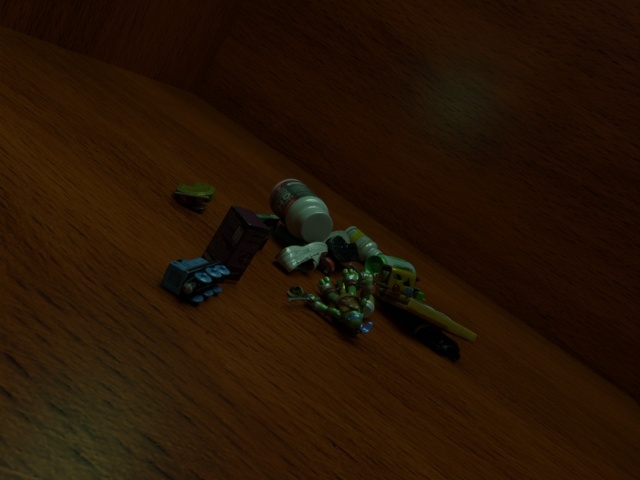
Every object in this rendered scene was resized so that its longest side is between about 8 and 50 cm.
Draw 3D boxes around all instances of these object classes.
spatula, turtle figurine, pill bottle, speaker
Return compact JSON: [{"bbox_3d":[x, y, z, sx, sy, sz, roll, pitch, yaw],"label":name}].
[{"bbox_3d":[0.475,0.296,1.947,0.168,0.019,0.242,21,-9,45],"label":"spatula"},{"bbox_3d":[0.058,0.145,1.510,0.275,0.197,0.266,35,8,-14],"label":"turtle figurine"},{"bbox_3d":[0.159,0.231,1.705,0.065,0.065,0.116,33,14,-2],"label":"pill bottle"},{"bbox_3d":[-0.074,-0.112,1.899,0.176,0.176,0.318,24,13,-33],"label":"pill bottle"},{"bbox_3d":[0.202,0.033,2.348,0.208,0.117,0.118,42,17,33],"label":"pill bottle"},{"bbox_3d":[0.328,0.141,2.243,0.297,0.131,0.131,16,22,-50],"label":"speaker"}]

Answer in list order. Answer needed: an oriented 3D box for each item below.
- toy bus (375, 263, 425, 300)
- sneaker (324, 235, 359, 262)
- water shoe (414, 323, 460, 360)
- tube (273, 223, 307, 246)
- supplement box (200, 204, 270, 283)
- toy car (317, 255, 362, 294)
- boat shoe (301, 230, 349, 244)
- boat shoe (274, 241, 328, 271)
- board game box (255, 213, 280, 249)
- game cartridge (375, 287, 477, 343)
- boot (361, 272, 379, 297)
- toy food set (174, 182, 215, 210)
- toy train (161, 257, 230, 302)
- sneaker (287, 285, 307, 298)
[{"bbox_3d":[0.318,0.154,1.850,0.191,0.104,0.202,16,-2,19],"label":"toy bus"},{"bbox_3d":[0.058,0.054,1.984,0.283,0.124,0.107,24,58,-65],"label":"sneaker"},{"bbox_3d":[0.447,0.383,1.816,0.203,0.072,0.080,28,20,-14],"label":"water shoe"},{"bbox_3d":[-0.092,0.014,1.925,0.207,0.052,0.080,36,28,-5],"label":"tube"},{"bbox_3d":[-0.236,0.012,1.327,0.081,0.188,0.104,17,22,-50],"label":"supplement box"},{"bbox_3d":[0.100,0.141,1.884,0.225,0.053,0.239,18,24,-49],"label":"toy car"},{"bbox_3d":[0.000,0.000,2.120,0.335,0.096,0.112,9,64,-51],"label":"boat shoe"},{"bbox_3d":[-0.052,0.071,1.738,0.277,0.098,0.096,-10,63,-55],"label":"boat shoe"},{"bbox_3d":[-0.233,-0.026,1.569,0.030,0.136,0.260,40,15,18],"label":"board game box"},{"bbox_3d":[0.407,0.294,1.896,0.324,0.052,0.285,30,-6,-16],"label":"game cartridge"},{"bbox_3d":[0.213,0.181,1.953,0.059,0.084,0.158,34,16,-3],"label":"boot"},{"bbox_3d":[-0.440,-0.148,1.688,0.128,0.071,0.218,6,17,-8],"label":"toy food set"},{"bbox_3d":[-0.298,0.087,1.177,0.105,0.080,0.184,30,14,9],"label":"toy train"},{"bbox_3d":[-0.066,0.162,1.509,0.083,0.035,0.031,15,24,-51],"label":"sneaker"}]
